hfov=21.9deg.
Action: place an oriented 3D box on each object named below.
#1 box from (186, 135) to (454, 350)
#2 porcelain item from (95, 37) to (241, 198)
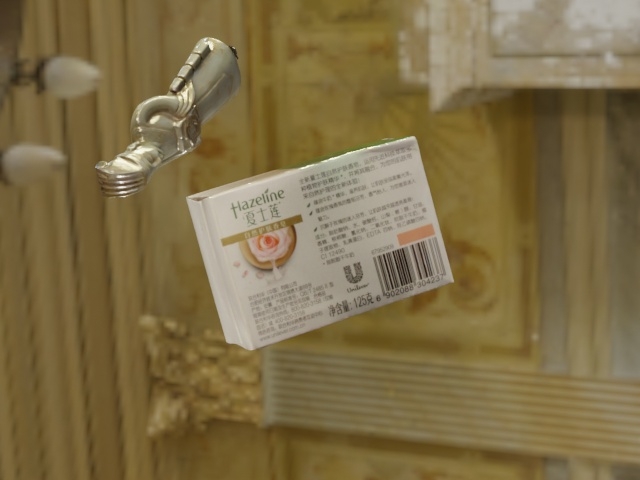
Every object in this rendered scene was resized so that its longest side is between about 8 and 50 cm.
[{"bbox_3d":[0.000,0.000,1.410,0.199,0.081,0.135,-17,-84,-21],"label":"box"},{"bbox_3d":[-0.145,-0.113,1.597,0.213,0.054,0.084,-56,-35,-45],"label":"porcelain item"}]
